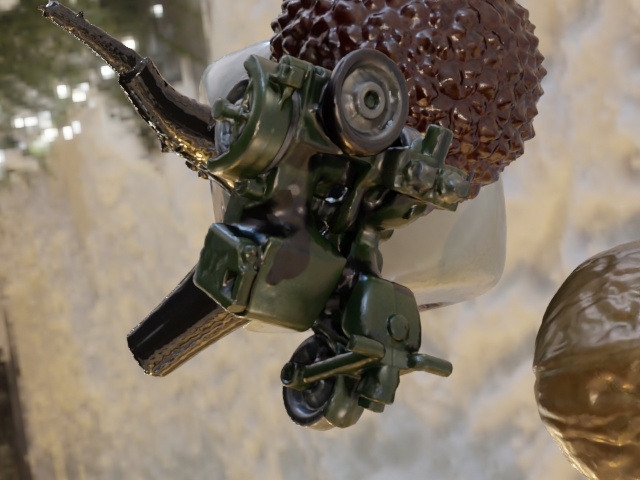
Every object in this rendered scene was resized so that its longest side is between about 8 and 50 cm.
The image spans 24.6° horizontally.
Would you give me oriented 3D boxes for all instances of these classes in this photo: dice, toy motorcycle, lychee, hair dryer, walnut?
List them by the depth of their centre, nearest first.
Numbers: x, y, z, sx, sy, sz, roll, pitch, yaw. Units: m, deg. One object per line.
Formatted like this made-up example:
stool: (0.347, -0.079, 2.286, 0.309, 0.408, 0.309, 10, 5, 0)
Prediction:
toy motorcycle: (0.000, 0.000, 1.056, 0.127, 0.205, 0.275, 15, 89, 53)
hair dryer: (-0.118, -0.058, 1.176, 0.359, 0.303, 0.120, 42, -157, -33)
walnut: (0.288, 0.106, 1.210, 0.228, 0.228, 0.228, 171, 90, -76)
lychee: (0.082, -0.154, 1.385, 0.264, 0.300, 0.264, 0, 91, 36)
dice: (0.031, -0.066, 1.670, 0.277, 0.304, 0.304, 111, 150, -78)
